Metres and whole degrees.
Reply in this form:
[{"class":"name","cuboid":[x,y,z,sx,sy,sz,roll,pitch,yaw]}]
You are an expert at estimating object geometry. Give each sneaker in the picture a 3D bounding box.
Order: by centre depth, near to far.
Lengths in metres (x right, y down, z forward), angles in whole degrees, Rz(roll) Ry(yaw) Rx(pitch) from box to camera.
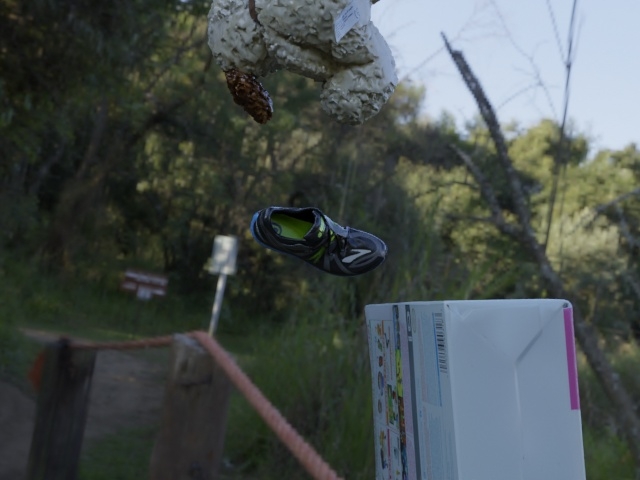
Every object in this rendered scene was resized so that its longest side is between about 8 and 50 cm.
[{"class":"sneaker","cuboid":[0.000,0.000,1.272,0.188,0.067,0.078,17,-17,-10]}]

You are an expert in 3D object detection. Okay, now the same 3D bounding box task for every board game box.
[{"class":"board game box","cuboid":[0.113,0.159,0.780,0.097,0.224,0.303,-2,-3,-9]}]

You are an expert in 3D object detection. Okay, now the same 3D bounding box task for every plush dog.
[{"class":"plush dog","cuboid":[-0.043,-0.273,1.171,0.225,0.262,0.210,-12,-22,31]}]
